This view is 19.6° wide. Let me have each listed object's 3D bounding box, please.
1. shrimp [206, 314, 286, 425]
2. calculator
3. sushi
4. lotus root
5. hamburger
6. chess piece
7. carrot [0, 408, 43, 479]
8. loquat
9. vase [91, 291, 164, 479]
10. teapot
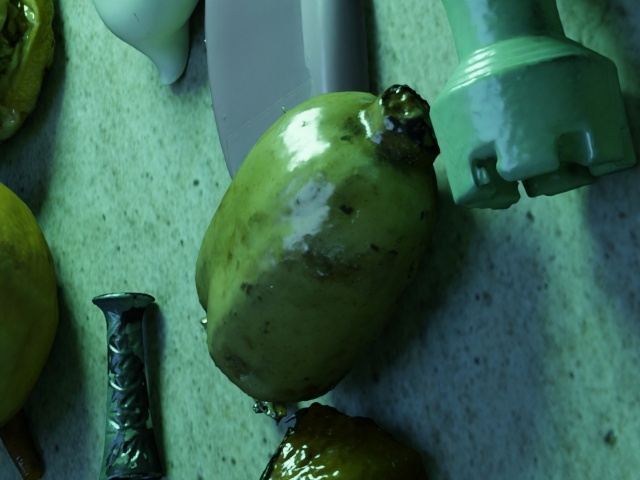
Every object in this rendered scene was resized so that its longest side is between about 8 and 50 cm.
[{"bbox_3d":[-0.042,0.056,1.492,0.124,0.034,0.178,-54,41,27],"label":"shrimp"},{"bbox_3d":[-0.035,-0.183,1.498,0.194,0.043,0.294,-31,60,50],"label":"calculator"},{"bbox_3d":[-0.014,0.240,1.322,0.140,0.149,0.287,6,52,31],"label":"sushi"},{"bbox_3d":[0.000,0.000,1.340,0.284,0.146,0.160,-53,56,34],"label":"lotus root"},{"bbox_3d":[-0.391,-0.222,1.908,0.318,0.158,0.318,-14,73,53],"label":"hamburger"},{"bbox_3d":[0.109,-0.178,1.191,0.194,0.194,0.299,-24,76,51],"label":"chess piece"},{"bbox_3d":[-0.300,0.198,1.841,0.032,0.032,0.093,-55,50,36],"label":"carrot"},{"bbox_3d":[-0.410,0.057,1.769,0.328,0.328,0.328,-9,79,54],"label":"loquat"},{"bbox_3d":[-0.171,0.130,1.641,0.059,0.059,0.167,-21,69,52],"label":"vase"},{"bbox_3d":[-0.151,-0.255,1.634,0.145,0.092,0.226,17,97,53],"label":"teapot"}]
